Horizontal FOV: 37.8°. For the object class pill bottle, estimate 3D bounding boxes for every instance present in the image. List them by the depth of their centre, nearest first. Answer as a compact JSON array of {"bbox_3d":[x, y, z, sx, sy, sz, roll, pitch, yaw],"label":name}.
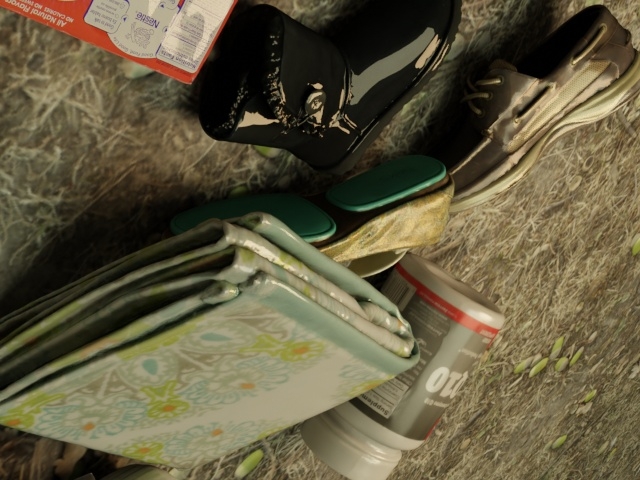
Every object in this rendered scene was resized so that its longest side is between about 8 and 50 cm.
[{"bbox_3d":[0.104,0.174,1.249,0.161,0.161,0.283,20,105,-54],"label":"pill bottle"}]

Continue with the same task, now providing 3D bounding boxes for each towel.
[{"bbox_3d":[-0.107,0.115,0.917,0.320,0.090,0.374,-25,149,18],"label":"towel"}]

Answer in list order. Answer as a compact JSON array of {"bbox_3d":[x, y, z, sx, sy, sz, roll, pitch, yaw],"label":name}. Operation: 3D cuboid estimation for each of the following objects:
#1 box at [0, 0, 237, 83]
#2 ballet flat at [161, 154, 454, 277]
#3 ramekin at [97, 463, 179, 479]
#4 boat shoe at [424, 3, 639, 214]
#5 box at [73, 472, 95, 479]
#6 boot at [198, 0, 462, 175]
[{"bbox_3d":[-0.174,-0.215,0.614,0.257,0.122,0.128,14,109,-53],"label":"box"},{"bbox_3d":[0.000,0.000,0.985,0.348,0.123,0.123,-17,133,-32],"label":"ballet flat"},{"bbox_3d":[-0.196,0.347,1.034,0.109,0.207,0.207,-32,142,-40],"label":"ramekin"},{"bbox_3d":[0.226,-0.163,1.139,0.355,0.132,0.130,-36,113,-8],"label":"boat shoe"},{"bbox_3d":[-0.338,0.343,0.903,0.216,0.060,0.270,-15,153,-41],"label":"box"},{"bbox_3d":[0.013,-0.179,0.884,0.246,0.094,0.207,-54,150,13],"label":"boot"}]
